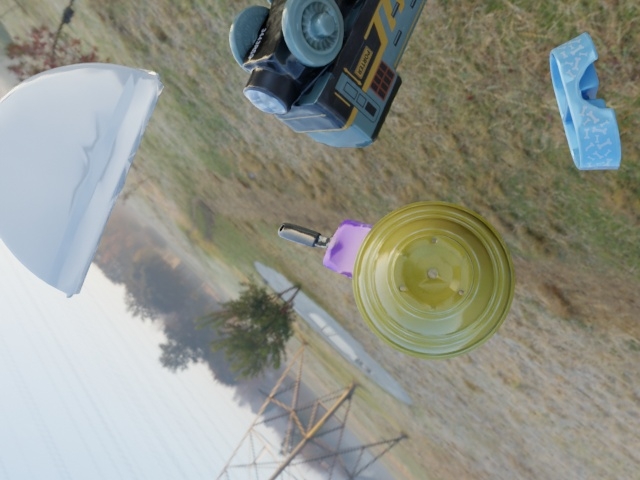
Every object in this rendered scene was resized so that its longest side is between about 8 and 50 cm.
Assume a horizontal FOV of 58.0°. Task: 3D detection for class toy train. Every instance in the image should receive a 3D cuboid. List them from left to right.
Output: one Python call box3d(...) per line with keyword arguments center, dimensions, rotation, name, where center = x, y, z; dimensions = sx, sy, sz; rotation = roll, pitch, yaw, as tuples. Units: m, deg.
box3d(center=(0.031, -0.269, 0.664), dimensions=(0.142, 0.334, 0.190), rotation=(8, 160, 48), name="toy train")

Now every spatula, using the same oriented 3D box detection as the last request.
box3d(center=(0.000, 0.000, 0.923), dimensions=(0.030, 0.084, 0.296), rotation=(31, 172, -28), name="spatula")

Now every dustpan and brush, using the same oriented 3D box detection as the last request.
box3d(center=(-0.197, -0.064, 0.396), dimensions=(0.211, 0.147, 0.060), rotation=(23, -179, 20), name="dustpan and brush")

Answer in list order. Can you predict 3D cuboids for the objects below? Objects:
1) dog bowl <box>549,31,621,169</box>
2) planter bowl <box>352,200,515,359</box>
box3d(center=(0.546, -0.282, 1.204), dimensions=(0.166, 0.074, 0.297), rotation=(31, -132, -68), name="dog bowl")
box3d(center=(0.144, 0.047, 0.744), dimensions=(0.217, 0.217, 0.090), rotation=(42, -179, 12), name="planter bowl")
